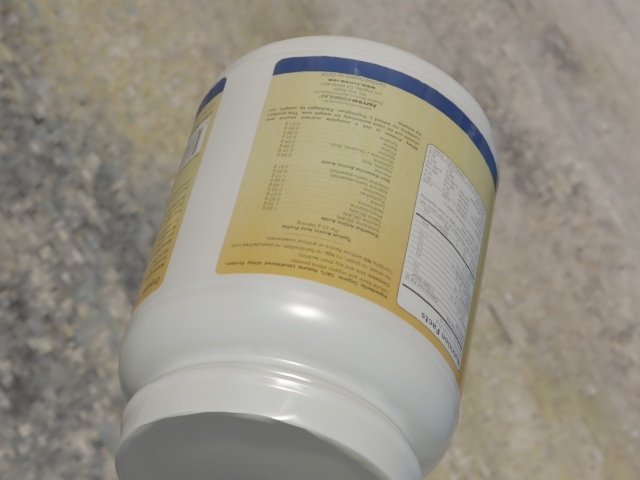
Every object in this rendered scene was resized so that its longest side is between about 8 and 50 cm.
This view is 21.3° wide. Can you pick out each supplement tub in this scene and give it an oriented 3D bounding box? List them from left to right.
[{"bbox_3d":[-0.007,0.041,1.164,0.228,0.228,0.316,45,44,-34],"label":"supplement tub"}]
